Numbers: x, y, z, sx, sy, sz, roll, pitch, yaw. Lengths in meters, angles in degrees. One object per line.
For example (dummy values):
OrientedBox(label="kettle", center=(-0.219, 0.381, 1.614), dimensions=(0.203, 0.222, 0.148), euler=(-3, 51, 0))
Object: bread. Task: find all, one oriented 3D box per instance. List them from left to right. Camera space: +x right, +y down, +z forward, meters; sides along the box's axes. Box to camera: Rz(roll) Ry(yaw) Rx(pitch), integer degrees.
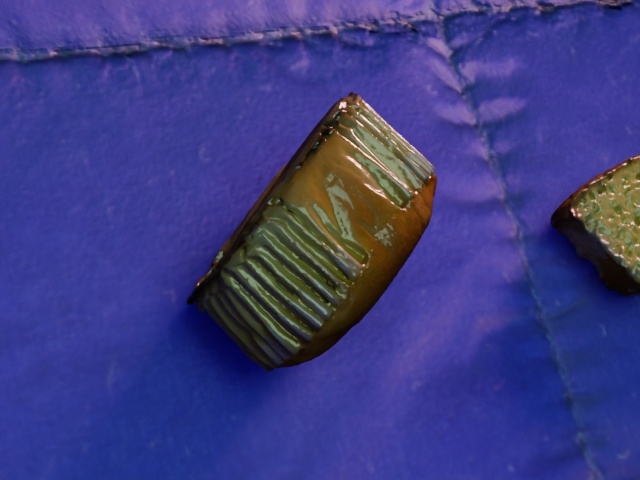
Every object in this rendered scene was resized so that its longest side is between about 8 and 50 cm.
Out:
OrientedBox(label="bread", center=(0.000, 0.000, 1.290), dimensions=(0.114, 0.132, 0.190), euler=(43, 61, -4))
OrientedBox(label="bread", center=(0.266, -0.020, 1.475), dimensions=(0.187, 0.065, 0.103), euler=(-28, 86, -34))
